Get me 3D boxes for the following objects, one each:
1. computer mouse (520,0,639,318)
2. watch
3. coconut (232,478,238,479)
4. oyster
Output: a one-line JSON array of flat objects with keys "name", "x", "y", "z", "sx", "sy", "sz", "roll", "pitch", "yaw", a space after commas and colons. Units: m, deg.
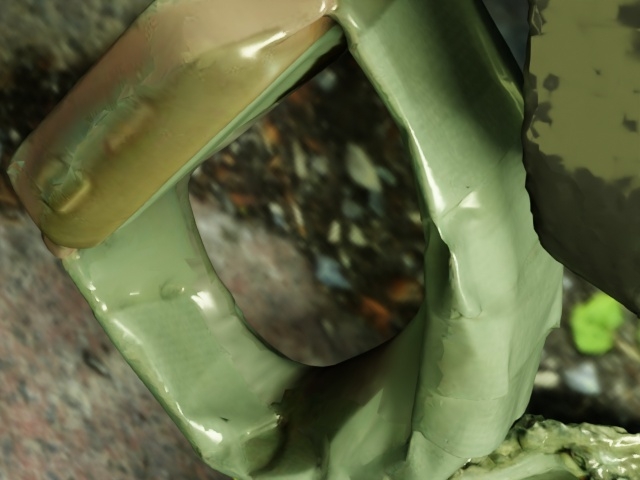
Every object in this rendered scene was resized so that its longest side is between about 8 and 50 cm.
[{"name": "computer mouse", "x": 0.136, "y": -0.107, "z": 0.619, "sx": 0.087, "sy": 0.168, "sz": 0.295, "roll": 9, "pitch": 119, "yaw": 25}, {"name": "watch", "x": 0.000, "y": 0.000, "z": 0.788, "sx": 0.241, "sy": 0.162, "sz": 0.253, "roll": 49, "pitch": 134, "yaw": -3}, {"name": "coconut", "x": -0.019, "y": 0.158, "z": 0.916, "sx": 0.055, "sy": 0.133, "sz": 0.158, "roll": 6, "pitch": 127, "yaw": 9}, {"name": "oyster", "x": 0.067, "y": 0.178, "z": 0.880, "sx": 0.199, "sy": 0.087, "sz": 0.252, "roll": 34, "pitch": 110, "yaw": 56}]
